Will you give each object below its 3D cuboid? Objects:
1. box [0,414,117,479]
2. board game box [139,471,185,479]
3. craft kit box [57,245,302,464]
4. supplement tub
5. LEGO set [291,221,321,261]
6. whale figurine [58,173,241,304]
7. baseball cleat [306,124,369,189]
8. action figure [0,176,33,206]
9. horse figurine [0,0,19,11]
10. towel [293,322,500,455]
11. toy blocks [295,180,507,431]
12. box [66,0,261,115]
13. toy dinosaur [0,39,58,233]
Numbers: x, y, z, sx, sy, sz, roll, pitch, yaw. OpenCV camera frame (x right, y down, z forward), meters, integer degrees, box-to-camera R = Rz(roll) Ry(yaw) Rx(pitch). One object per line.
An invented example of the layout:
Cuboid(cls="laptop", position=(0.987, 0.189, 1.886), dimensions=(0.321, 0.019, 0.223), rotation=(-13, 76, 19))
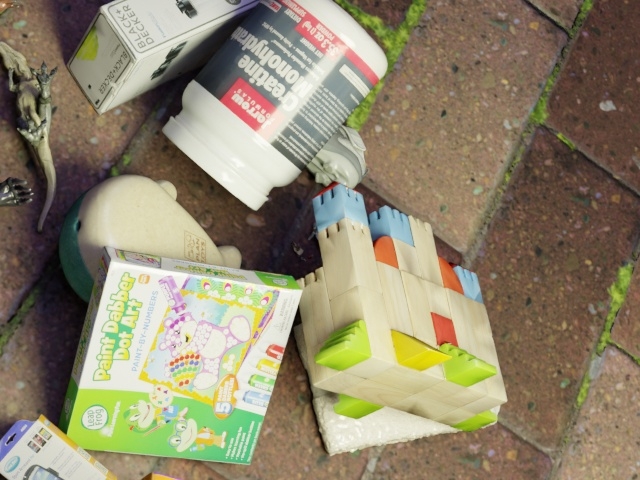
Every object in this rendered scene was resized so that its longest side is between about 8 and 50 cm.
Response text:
Cuboid(cls="box", position=(-0.320, 0.271, 1.661), dimensions=(0.136, 0.028, 0.081), rotation=(42, 95, -4))
Cuboid(cls="board game box", position=(-0.106, 0.498, 1.497), dimensions=(0.356, 0.356, 0.356), rotation=(19, 62, -18))
Cuboid(cls="craft kit box", position=(-0.172, 0.145, 1.709), dimensions=(0.247, 0.061, 0.250), rotation=(10, 108, -20))
Cuboid(cls="supplement tub", position=(-0.061, -0.195, 1.861), dimensions=(0.191, 0.191, 0.272), rotation=(40, 91, -6))
Cuboid(cls="LEGO set", position=(0.000, 0.003, 1.965), dimensions=(0.054, 0.023, 0.083), rotation=(48, 56, -1))
Cuboid(cls="whale figurine", position=(-0.219, 0.027, 1.800), dimensions=(0.272, 0.141, 0.216), rotation=(23, 54, -45))
Cuboid(cls="baseball cleat", position=(-0.015, -0.157, 2.012), dimensions=(0.206, 0.072, 0.109), rotation=(49, 40, -2))
Cuboid(cls="action figure", position=(-0.487, -0.029, 1.666), dimensions=(0.276, 0.141, 0.164), rotation=(-39, 101, -35))
Cuboid(cls="horse figurine", position=(-0.547, -0.346, 1.816), dimensions=(0.263, 0.066, 0.174), rotation=(-14, 70, -33))
Cuboid(cls="towel", position=(0.110, 0.186, 1.927), dimensions=(0.282, 0.049, 0.187), rotation=(-6, 71, -29))
Cuboid(cls="toy blocks", position=(0.098, 0.080, 1.814), dimensions=(0.381, 0.191, 0.261), rotation=(23, 48, -45))
Cuboid(cls="box", position=(-0.188, -0.294, 1.913), dimensions=(0.290, 0.169, 0.087), rotation=(-32, 85, -32))
Cuboid(cls="toy dinosaur", position=(-0.366, -0.155, 1.792), dimensions=(0.064, 0.118, 0.268), rotation=(-7, 71, -19))
